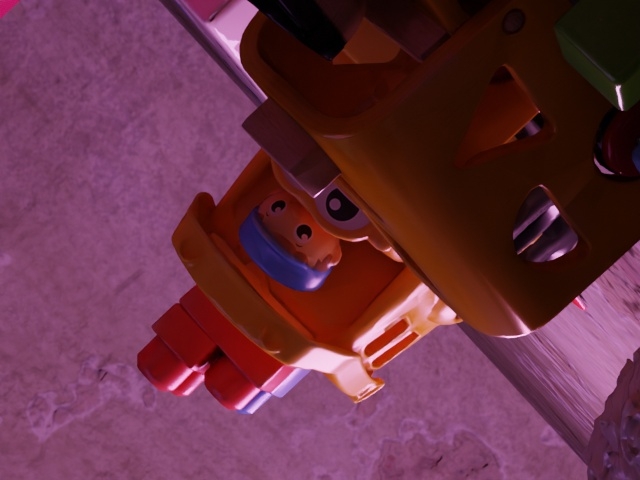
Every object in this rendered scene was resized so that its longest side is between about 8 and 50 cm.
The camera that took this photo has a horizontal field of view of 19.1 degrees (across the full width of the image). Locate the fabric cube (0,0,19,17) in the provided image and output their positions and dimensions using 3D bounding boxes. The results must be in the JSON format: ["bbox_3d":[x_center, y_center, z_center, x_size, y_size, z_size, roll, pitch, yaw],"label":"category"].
[{"bbox_3d":[-0.275,-0.255,1.019,0.254,0.258,0.259,48,179,21],"label":"fabric cube"}]

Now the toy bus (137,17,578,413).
[{"bbox_3d":[0.000,0.000,0.899,0.149,0.211,0.220,48,177,13],"label":"toy bus"}]

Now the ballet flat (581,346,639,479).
[{"bbox_3d":[0.223,0.164,0.594,0.409,0.147,0.147,46,178,34],"label":"ballet flat"}]

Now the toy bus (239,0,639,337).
[{"bbox_3d":[0.027,-0.057,0.603,0.202,0.104,0.191,46,178,6],"label":"toy bus"}]

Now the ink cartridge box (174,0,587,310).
[{"bbox_3d":[0.018,-0.076,1.183,0.261,0.066,0.296,47,179,41],"label":"ink cartridge box"}]
